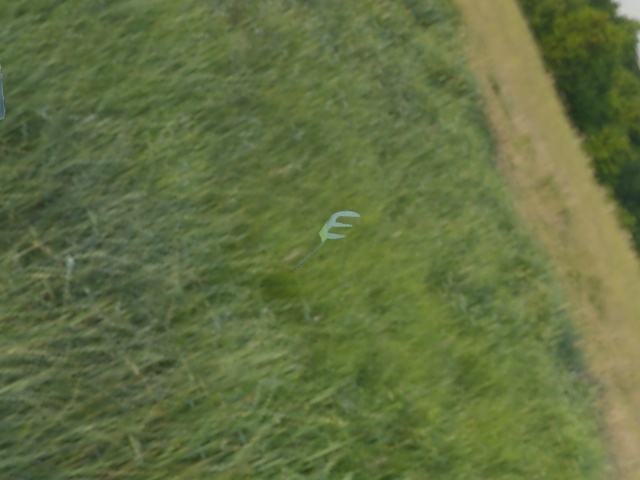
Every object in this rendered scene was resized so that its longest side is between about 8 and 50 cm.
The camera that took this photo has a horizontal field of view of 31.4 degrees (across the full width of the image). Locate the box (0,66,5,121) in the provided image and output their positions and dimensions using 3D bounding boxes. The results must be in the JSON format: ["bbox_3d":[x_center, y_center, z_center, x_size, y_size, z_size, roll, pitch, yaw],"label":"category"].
[{"bbox_3d":[-0.258,-0.122,0.427,0.231,0.149,0.155,20,58,-64],"label":"box"}]

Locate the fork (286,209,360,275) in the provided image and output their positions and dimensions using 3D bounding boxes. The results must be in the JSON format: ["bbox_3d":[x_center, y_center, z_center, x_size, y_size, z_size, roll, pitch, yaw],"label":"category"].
[{"bbox_3d":[-0.002,-0.001,1.113,0.021,0.039,0.235,34,16,7],"label":"fork"}]
